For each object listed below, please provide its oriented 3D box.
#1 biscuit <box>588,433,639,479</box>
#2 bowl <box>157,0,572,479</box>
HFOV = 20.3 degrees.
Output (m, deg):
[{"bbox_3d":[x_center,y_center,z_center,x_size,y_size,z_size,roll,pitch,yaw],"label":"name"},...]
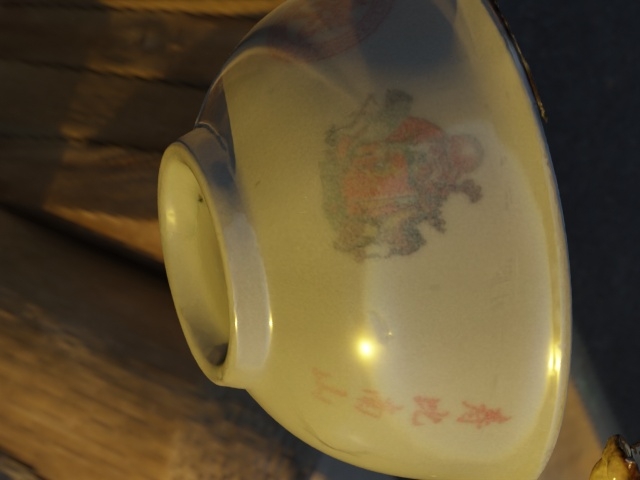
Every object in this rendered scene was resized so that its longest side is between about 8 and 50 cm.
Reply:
[{"bbox_3d":[0.183,0.196,0.915,0.118,0.061,0.183,25,42,-49],"label":"biscuit"},{"bbox_3d":[0.000,0.000,1.033,0.157,0.345,0.345,-12,124,-18],"label":"bowl"}]
